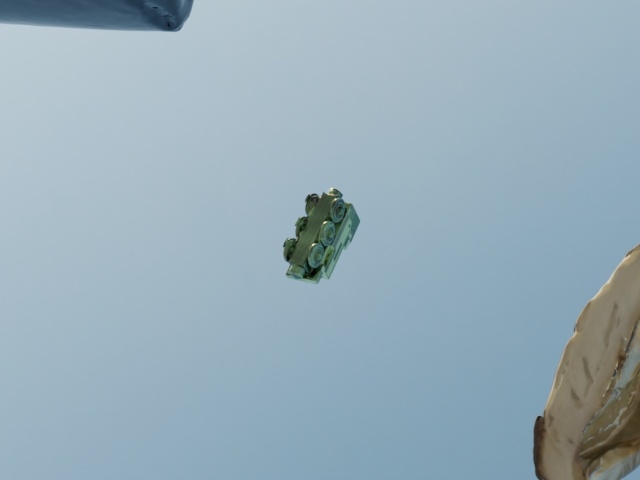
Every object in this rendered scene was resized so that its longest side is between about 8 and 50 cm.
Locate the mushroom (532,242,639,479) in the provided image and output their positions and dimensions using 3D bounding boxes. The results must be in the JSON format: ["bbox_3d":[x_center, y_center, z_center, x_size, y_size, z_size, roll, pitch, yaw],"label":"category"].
[{"bbox_3d":[0.228,0.093,0.993,0.072,0.094,0.210,31,-78,58],"label":"mushroom"}]

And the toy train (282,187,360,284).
[{"bbox_3d":[0.000,0.000,1.082,0.033,0.053,0.083,12,-117,27],"label":"toy train"}]

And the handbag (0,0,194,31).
[{"bbox_3d":[-0.202,-0.265,0.792,0.301,0.178,0.275,5,-102,16],"label":"handbag"}]
